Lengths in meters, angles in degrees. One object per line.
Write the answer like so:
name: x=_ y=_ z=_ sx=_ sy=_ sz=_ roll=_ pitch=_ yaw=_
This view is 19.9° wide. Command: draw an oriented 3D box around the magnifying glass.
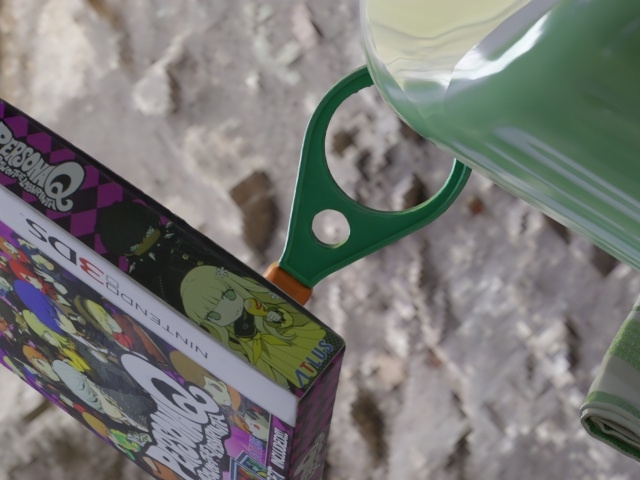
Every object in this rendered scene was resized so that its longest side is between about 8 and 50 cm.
magnifying glass: x=0.000 y=0.000 z=1.007 sx=0.092 sy=0.231 sz=0.026 roll=36 pitch=-165 yaw=-3

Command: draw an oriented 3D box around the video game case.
video game case: x=-0.088 y=0.051 z=0.893 sx=0.210 sy=0.042 sz=0.232 roll=35 pitch=155 yaw=13

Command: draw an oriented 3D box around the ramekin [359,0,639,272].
ramekin: x=0.137 y=-0.122 z=0.468 sx=0.148 sy=0.303 sz=0.303 roll=26 pitch=161 yaw=-17

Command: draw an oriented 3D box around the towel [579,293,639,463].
towel: x=0.194 y=0.061 z=0.851 sx=0.113 sy=0.152 sz=0.023 roll=31 pitch=136 yaw=7
